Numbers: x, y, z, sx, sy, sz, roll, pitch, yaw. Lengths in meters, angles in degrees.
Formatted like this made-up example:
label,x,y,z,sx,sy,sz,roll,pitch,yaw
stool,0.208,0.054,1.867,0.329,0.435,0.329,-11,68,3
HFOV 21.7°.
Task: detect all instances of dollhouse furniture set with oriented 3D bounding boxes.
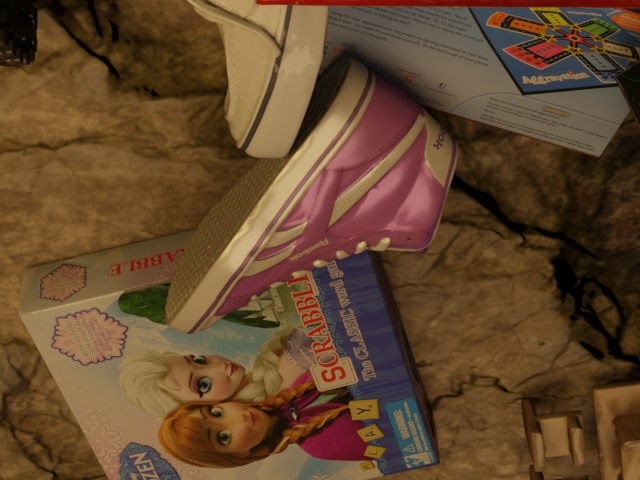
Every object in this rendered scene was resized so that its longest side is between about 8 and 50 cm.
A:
label,x,y,z,sx,sy,sz,roll,pitch,yaw
dollhouse furniture set,0.319,0.244,1.687,0.212,0.161,0.242,-7,110,2

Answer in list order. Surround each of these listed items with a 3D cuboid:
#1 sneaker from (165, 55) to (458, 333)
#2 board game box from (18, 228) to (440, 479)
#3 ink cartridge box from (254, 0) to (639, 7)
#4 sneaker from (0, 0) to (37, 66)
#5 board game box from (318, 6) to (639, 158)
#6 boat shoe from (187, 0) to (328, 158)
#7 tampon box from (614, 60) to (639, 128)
label,x,y,z,sx,sy,sz,roll,pitch,yaw
sneaker,0.000,0.000,1.376,0.161,0.102,0.282,33,116,-22
board game box,-0.076,0.122,1.564,0.317,0.066,0.319,-14,131,8
ink cartridge box,0.111,-0.293,1.043,0.309,0.130,0.272,0,119,-2
sneaker,-0.305,-0.171,1.140,0.146,0.134,0.343,-3,177,7
board game box,0.134,-0.162,1.352,0.281,0.027,0.145,15,131,-17
boat shoe,-0.068,-0.224,1.211,0.156,0.136,0.367,4,128,-8
tampon box,0.333,-0.098,1.333,0.120,0.101,0.161,-31,155,23
